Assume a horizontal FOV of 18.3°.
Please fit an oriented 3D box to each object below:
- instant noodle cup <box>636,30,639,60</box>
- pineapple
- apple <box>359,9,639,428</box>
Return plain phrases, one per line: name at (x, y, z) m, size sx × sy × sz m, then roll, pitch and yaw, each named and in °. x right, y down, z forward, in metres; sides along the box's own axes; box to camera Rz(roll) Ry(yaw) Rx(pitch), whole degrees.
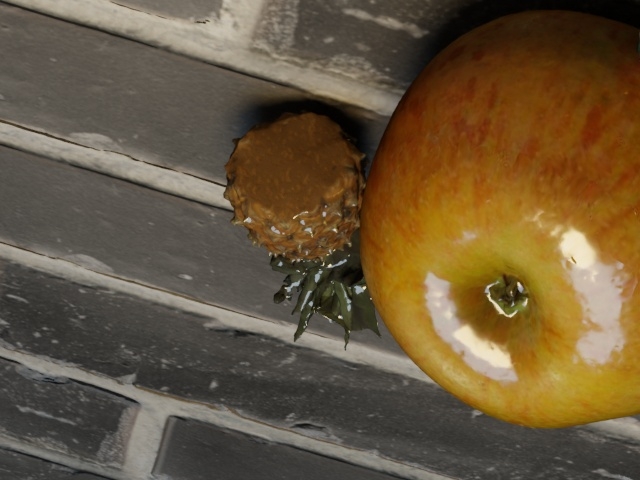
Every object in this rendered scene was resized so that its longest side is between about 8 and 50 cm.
instant noodle cup at (0.417, -0.175, 1.696) m, size 0.255 × 0.244 × 0.244 m, roll 25°, pitch 145°, yaw -1°
pineapple at (0.003, -0.001, 2.158) m, size 0.165 × 0.166 × 0.364 m, roll 3°, pitch 153°, yaw 15°
apple at (0.226, -0.005, 1.862) m, size 0.400 × 0.334 × 0.400 m, roll 21°, pitch 146°, yaw 15°
